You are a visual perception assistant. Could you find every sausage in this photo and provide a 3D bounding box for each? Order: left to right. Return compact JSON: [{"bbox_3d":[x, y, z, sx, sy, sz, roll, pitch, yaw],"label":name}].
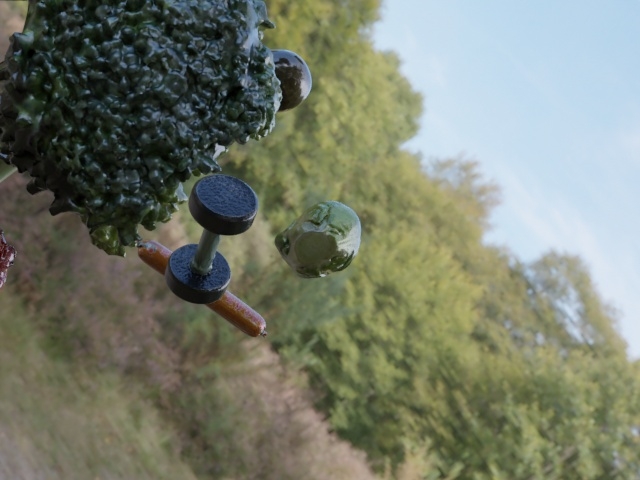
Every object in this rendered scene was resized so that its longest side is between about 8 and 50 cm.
[{"bbox_3d":[-0.243,0.102,2.278,0.348,0.053,0.053,38,4,-20],"label":"sausage"}]

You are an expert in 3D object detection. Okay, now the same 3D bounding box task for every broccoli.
[{"bbox_3d":[-0.217,-0.178,1.277,0.293,0.348,0.281,49,-13,-2],"label":"broccoli"}]

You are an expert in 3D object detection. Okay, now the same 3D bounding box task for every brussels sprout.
[{"bbox_3d":[0.004,0.002,1.816,0.117,0.155,0.155,51,-3,-5],"label":"brussels sprout"}]

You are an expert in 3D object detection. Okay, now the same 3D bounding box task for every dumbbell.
[{"bbox_3d":[-0.163,-0.001,1.619,0.100,0.100,0.191,55,-41,31],"label":"dumbbell"}]

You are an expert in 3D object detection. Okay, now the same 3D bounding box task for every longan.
[{"bbox_3d":[-0.075,-0.260,1.794,0.106,0.119,0.106,62,-5,9],"label":"longan"}]

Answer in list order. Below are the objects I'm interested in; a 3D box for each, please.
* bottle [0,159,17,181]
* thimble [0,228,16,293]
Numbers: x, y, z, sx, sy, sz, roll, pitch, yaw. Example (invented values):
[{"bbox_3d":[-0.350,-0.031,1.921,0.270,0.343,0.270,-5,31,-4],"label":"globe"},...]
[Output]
[{"bbox_3d":[-0.531,-0.160,1.885,0.072,0.201,0.072,25,53,-37],"label":"bottle"},{"bbox_3d":[-0.444,0.039,1.191,0.125,0.189,0.163,-1,-46,33],"label":"thimble"}]
